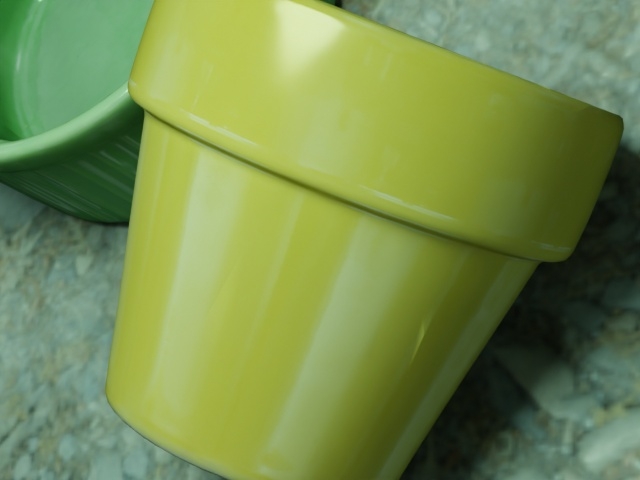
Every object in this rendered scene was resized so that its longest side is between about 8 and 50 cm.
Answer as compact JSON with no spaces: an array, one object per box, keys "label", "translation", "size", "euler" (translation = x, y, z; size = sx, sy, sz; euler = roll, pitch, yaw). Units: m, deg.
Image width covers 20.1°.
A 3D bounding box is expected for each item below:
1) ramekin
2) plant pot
[{"label":"ramekin","translation":[-0.137,-0.159,1.159],"size":[0.303,0.148,0.303],"euler":[-13,62,26]},{"label":"plant pot","translation":[0.000,0.000,0.956],"size":[0.254,0.254,0.239],"euler":[28,100,37]}]
